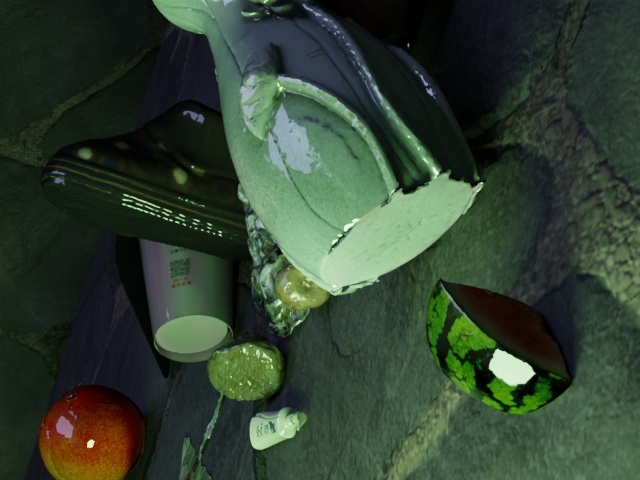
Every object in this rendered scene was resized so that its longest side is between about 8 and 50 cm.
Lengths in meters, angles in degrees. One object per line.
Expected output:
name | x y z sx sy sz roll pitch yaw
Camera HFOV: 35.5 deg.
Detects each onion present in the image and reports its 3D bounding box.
onion | 0.013 -0.321 1.355 0.314 0.232 0.313 -49 32 45

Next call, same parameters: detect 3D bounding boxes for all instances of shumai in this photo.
shumai | -0.096 0.171 1.441 0.124 0.099 0.087 -15 24 30

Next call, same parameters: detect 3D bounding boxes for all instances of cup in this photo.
cup | -0.231 0.059 1.756 0.203 0.203 0.288 -55 32 38

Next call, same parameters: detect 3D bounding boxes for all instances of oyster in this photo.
oyster | -0.061 0.022 1.496 0.199 0.087 0.252 -13 70 61

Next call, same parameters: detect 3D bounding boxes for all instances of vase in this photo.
vase | -0.024 -0.170 1.121 0.445 0.250 0.250 58 135 25

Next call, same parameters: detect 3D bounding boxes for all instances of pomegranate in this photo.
pomegranate | -0.451 0.401 1.974 0.210 0.210 0.235 -167 83 -70

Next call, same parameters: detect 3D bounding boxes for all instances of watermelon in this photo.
watermelon | 0.153 0.080 0.868 0.094 0.135 0.125 -39 6 -22

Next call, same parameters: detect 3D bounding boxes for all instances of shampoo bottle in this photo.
shampoo bottle | -0.055 0.245 1.333 0.141 0.034 0.048 -34 37 57

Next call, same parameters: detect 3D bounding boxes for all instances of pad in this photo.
pad | -0.357 0.102 1.903 0.375 0.063 0.314 77 -173 -45

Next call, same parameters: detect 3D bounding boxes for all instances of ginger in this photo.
ginger | 0.000 0.000 1.338 0.104 0.080 0.204 171 119 -83

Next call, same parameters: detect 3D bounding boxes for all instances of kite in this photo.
kite | -0.203 0.360 1.652 0.250 0.012 0.229 -69 21 4

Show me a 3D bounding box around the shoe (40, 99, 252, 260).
shoe | -0.247 -0.122 1.645 0.171 0.384 0.237 130 153 -66
